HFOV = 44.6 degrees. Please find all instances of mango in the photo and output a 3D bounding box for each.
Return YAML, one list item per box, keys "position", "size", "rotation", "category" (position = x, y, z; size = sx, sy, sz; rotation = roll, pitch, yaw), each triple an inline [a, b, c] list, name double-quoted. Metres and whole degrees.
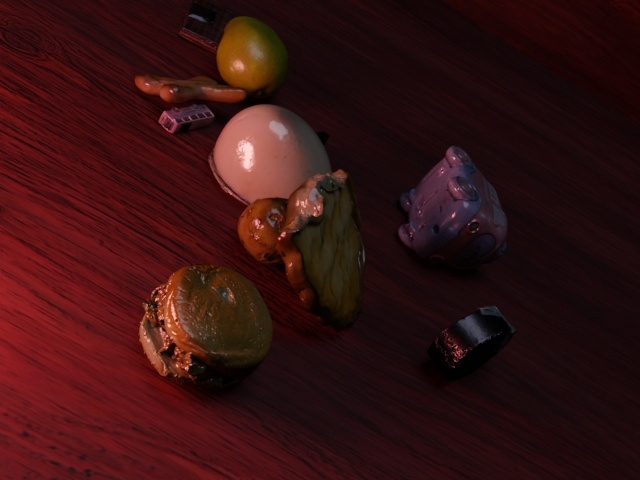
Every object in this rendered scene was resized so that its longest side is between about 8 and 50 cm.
- position: [-0.163, -0.460, 1.945]
  size: [0.185, 0.149, 0.273]
  rotation: [29, 32, -17]
  category: "mango"

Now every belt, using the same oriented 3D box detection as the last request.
- position: [0.298, 0.196, 1.518]
  size: [0.198, 0.151, 0.078]
  rotation: [-9, 52, -47]
  category: "belt"

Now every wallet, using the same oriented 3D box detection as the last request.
- position: [-0.299, -0.576, 2.071]
  size: [0.124, 0.042, 0.230]
  rotation: [24, 38, -17]
  category: "wallet"

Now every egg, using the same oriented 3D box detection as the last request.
- position: [-0.075, -0.182, 1.662]
  size: [0.286, 0.174, 0.264]
  rotation: [20, 40, -24]
  category: "egg"

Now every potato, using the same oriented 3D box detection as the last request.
- position: [-0.088, -0.021, 1.503]
  size: [0.137, 0.137, 0.176]
  rotation: [48, 17, 20]
  category: "potato"

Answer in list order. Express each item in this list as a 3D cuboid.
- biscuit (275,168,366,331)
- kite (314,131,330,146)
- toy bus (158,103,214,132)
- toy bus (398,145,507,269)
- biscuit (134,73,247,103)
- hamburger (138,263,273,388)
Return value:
- position: [0.000, 0.000, 1.440]
  size: [0.335, 0.078, 0.329]
  rotation: [26, 56, -63]
  category: "biscuit"
- position: [-0.062, -0.241, 1.808]
  size: [0.189, 0.232, 0.009]
  rotation: [47, 62, -47]
  category: "kite"
- position: [-0.292, -0.267, 1.709]
  size: [0.052, 0.037, 0.131]
  rotation: [48, 36, 13]
  category: "toy bus"
- position: [0.330, -0.056, 1.826]
  size: [0.232, 0.197, 0.294]
  rotation: [34, 32, -18]
  category: "toy bus"
- position: [-0.291, -0.339, 1.752]
  size: [0.208, 0.047, 0.164]
  rotation: [-9, 28, -44]
  category: "biscuit"
- position: [-0.173, 0.142, 1.239]
  size: [0.215, 0.122, 0.189]
  rotation: [-5, 56, -47]
  category: "hamburger"
